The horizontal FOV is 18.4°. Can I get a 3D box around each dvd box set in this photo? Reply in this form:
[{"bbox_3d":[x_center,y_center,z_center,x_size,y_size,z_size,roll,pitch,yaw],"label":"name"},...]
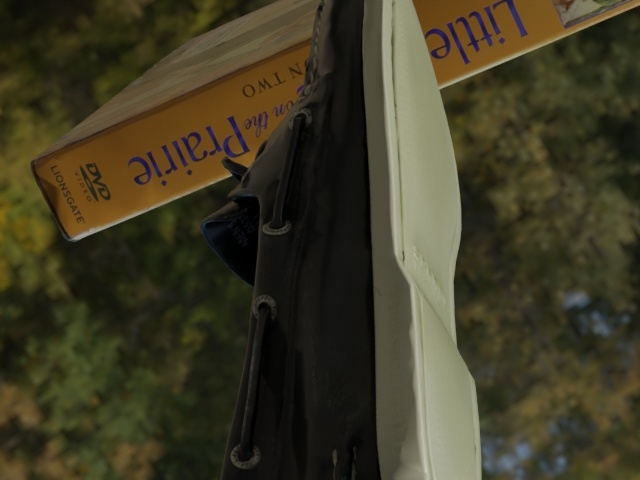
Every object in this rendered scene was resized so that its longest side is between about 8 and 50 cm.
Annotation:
[{"bbox_3d":[0.056,-0.142,1.227,0.420,0.062,0.307,-21,-167,24],"label":"dvd box set"}]

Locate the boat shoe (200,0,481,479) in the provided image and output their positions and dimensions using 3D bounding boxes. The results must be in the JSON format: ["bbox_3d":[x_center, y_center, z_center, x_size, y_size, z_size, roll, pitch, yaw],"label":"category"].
[{"bbox_3d":[0.001,0.003,0.881,0.113,0.127,0.340,-14,-128,14],"label":"boat shoe"}]
